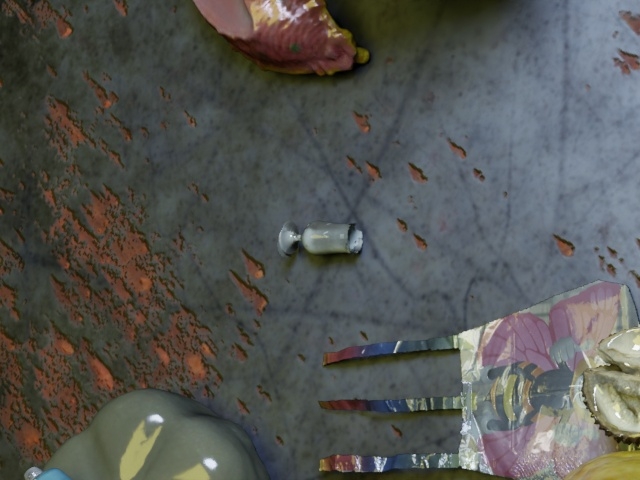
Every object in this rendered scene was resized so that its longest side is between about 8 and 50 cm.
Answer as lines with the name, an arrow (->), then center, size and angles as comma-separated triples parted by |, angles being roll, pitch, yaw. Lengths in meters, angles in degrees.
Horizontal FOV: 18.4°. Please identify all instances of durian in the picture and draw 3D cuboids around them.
durian -> 0.303, 0.132, 1.735 | 0.140, 0.071, 0.110 | -3, 70, 40

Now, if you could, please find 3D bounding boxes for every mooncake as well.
mooncake -> -0.172, 0.284, 1.985 | 0.275, 0.135, 0.275 | -9, 72, 29

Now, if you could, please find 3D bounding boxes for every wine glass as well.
wine glass -> 0.000, 0.000, 1.984 | 0.083, 0.042, 0.039 | 2, 111, 32

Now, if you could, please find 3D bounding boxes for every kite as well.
kite -> 0.148, 0.154, 1.865 | 0.360, 0.022, 0.204 | -10, 74, 31

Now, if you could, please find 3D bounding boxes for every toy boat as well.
toy boat -> -0.079, -0.270, 2.066 | 0.318, 0.099, 0.141 | 47, 134, 32

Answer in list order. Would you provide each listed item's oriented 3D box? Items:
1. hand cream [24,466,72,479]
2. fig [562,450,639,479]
hand cream -> -0.218, 0.301, 1.906 | 0.083, 0.048, 0.224 | -48, 63, 4
fig -> 0.317, 0.228, 1.683 | 0.257, 0.159, 0.159 | -30, 63, 3
